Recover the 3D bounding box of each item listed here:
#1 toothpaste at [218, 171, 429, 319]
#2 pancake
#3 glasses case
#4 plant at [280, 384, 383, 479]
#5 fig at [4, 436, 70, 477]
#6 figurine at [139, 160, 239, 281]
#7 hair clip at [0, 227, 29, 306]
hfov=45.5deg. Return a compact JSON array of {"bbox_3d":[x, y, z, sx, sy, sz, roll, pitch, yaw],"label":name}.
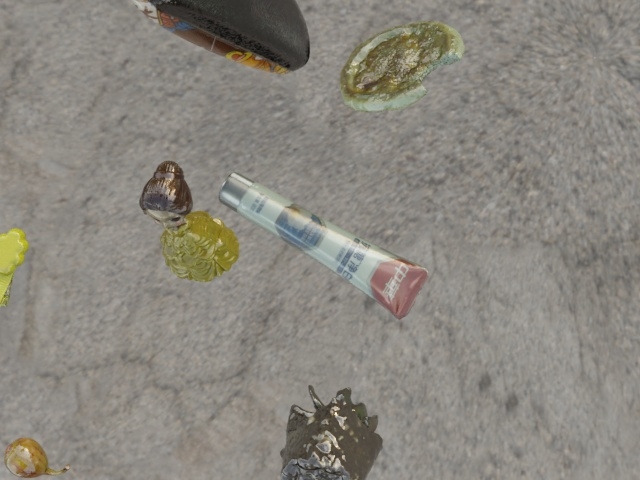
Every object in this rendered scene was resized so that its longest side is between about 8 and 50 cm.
[{"bbox_3d":[0.000,0.000,0.816,0.239,0.039,0.062,30,86,6],"label":"toothpaste"},{"bbox_3d":[0.143,-0.331,1.431,0.253,0.253,0.037,-14,136,22],"label":"pancake"},{"bbox_3d":[-0.117,-0.290,0.921,0.082,0.321,0.122,-17,76,30],"label":"glasses case"},{"bbox_3d":[0.029,0.438,1.666,0.199,0.276,0.188,44,120,-13],"label":"plant"},{"bbox_3d":[-0.367,0.287,0.987,0.083,0.050,0.050,30,115,-25],"label":"fig"},{"bbox_3d":[-0.315,-0.038,1.710,0.187,0.315,0.168,30,74,21],"label":"figurine"},{"bbox_3d":[-0.677,0.056,1.632,0.072,0.046,0.173,21,92,-2],"label":"hair clip"}]
